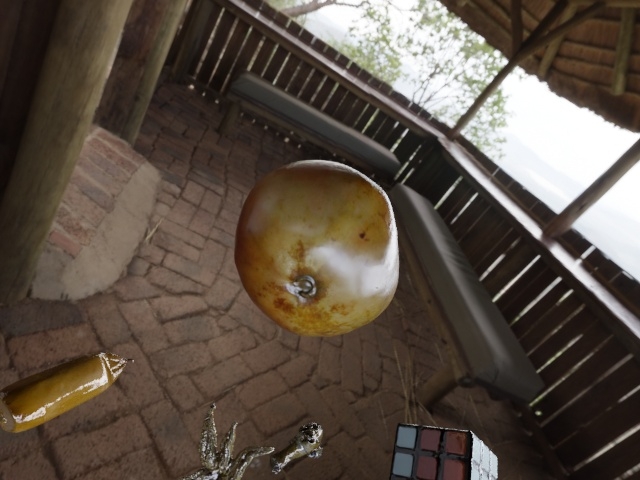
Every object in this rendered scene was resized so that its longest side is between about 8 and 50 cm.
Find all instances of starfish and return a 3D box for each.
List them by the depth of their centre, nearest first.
[{"bbox_3d":[-0.286,0.594,1.113,0.302,0.293,0.084,26,7,4],"label":"starfish"}]

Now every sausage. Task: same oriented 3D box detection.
[{"bbox_3d":[-0.610,0.351,1.012,0.112,0.112,0.328,42,20,14],"label":"sausage"}]

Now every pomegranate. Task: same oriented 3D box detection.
[{"bbox_3d":[0.000,0.000,0.618,0.270,0.229,0.252,-80,156,-59],"label":"pomegranate"}]

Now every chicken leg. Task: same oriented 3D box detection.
[{"bbox_3d":[-0.066,0.649,1.292,0.196,0.125,0.080,-2,21,-44],"label":"chicken leg"}]

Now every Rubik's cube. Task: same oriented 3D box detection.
[{"bbox_3d":[0.243,0.473,0.812,0.162,0.161,0.163,46,47,-36],"label":"Rubik's cube"}]
